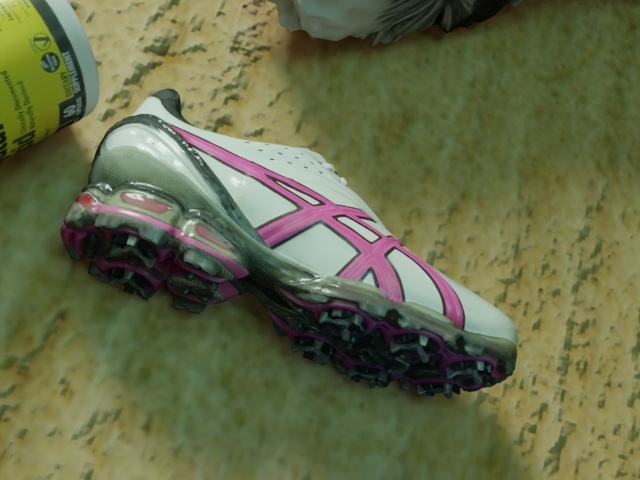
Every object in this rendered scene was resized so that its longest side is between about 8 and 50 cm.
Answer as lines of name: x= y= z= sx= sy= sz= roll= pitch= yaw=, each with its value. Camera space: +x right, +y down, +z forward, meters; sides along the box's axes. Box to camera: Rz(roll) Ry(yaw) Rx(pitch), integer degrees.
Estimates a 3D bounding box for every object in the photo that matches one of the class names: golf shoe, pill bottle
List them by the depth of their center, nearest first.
pill bottle: x=-0.144 y=-0.050 z=0.315 sx=0.116 sy=0.065 sz=0.065 roll=-35 pitch=84 yaw=-29
golf shoe: x=0.000 y=0.000 z=0.349 sx=0.186 sy=0.067 sz=0.086 roll=25 pitch=60 yaw=-10

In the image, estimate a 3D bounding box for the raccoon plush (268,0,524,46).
raccoon plush: x=0.129 y=-0.308 z=0.464 sx=0.446 sy=0.216 sz=0.299 roll=-17 pitch=68 yaw=-26
